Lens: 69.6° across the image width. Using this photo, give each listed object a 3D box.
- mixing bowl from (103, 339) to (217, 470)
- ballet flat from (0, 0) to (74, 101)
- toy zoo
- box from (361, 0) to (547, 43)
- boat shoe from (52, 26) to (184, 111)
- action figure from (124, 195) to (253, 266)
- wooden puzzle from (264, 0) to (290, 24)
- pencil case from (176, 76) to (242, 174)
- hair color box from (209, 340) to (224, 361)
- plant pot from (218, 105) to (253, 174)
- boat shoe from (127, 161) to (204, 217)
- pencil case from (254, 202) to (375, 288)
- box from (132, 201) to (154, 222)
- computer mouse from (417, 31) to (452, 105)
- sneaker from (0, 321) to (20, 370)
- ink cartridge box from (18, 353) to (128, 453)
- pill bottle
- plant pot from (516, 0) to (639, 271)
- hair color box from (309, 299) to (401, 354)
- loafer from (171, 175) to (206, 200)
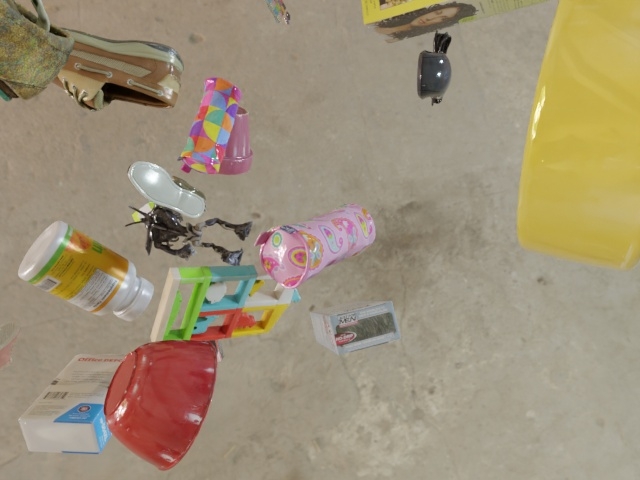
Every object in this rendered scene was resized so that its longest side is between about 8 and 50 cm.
[{"bbox_3d":[-0.232,0.211,0.638,0.098,0.181,0.182,29,59,-29],"label":"mixing bowl"},{"bbox_3d":[-0.337,-0.263,0.366,0.123,0.349,0.123,-6,63,12],"label":"ballet flat"},{"bbox_3d":[-0.166,0.124,0.908,0.293,0.192,0.030,1,42,-35],"label":"toy zoo"},{"bbox_3d":[0.162,-0.263,0.462,0.087,0.232,0.058,-17,101,-62],"label":"box"},{"bbox_3d":[-0.425,-0.309,0.860,0.323,0.122,0.120,0,86,-12],"label":"boat shoe"},{"bbox_3d":[-0.312,-0.023,1.103,0.275,0.141,0.164,16,94,-2],"label":"action figure"},{"bbox_3d":[-0.070,-0.357,0.688,0.006,0.083,0.049,-13,45,25],"label":"wooden puzzle"},{"bbox_3d":[-0.270,-0.277,1.130,0.104,0.104,0.237,18,78,-6],"label":"pencil case"},{"bbox_3d":[-0.288,0.242,1.000,0.141,0.043,0.072,-15,90,-1],"label":"hair color box"},{"bbox_3d":[-0.302,-0.326,1.439,0.201,0.180,0.201,12,28,-6],"label":"plant pot"},{"bbox_3d":[-0.214,-0.069,0.628,0.038,0.125,0.046,15,80,37],"label":"boat shoe"},{"bbox_3d":[0.000,0.000,0.906,0.124,0.124,0.284,53,34,11],"label":"pencil case"},{"bbox_3d":[-0.549,-0.110,1.549,0.109,0.178,0.043,-29,98,-42],"label":"box"},{"bbox_3d":[0.256,-0.390,0.983,0.060,0.262,0.184,6,103,19],"label":"computer mouse"},{"bbox_3d":[-0.744,0.253,1.081,0.051,0.070,0.134,31,76,20],"label":"sneaker"},{"bbox_3d":[-0.484,0.331,0.958,0.148,0.086,0.203,0,22,4],"label":"ink cartridge box"},{"bbox_3d":[-0.494,0.078,0.999,0.245,0.136,0.137,41,56,-36],"label":"pill bottle"},{"bbox_3d":[0.294,-0.086,0.319,0.238,0.254,0.254,17,58,30],"label":"plant pot"},{"bbox_3d":[0.091,0.258,1.424,0.185,0.374,0.114,-12,85,-11],"label":"hair color box"},{"bbox_3d":[-0.419,-0.151,1.442,0.056,0.148,0.050,25,82,35],"label":"loafer"}]
